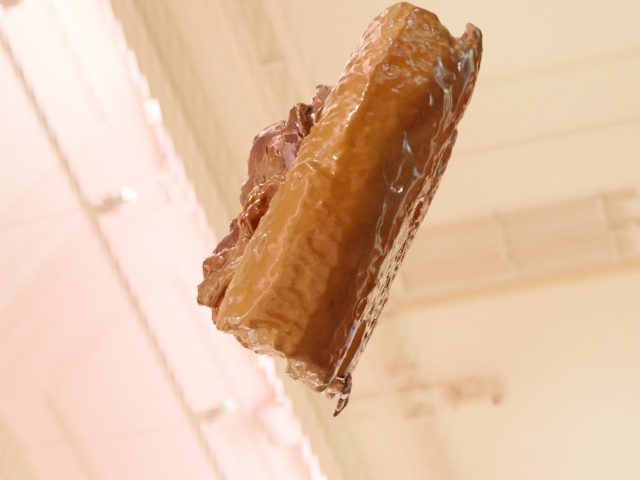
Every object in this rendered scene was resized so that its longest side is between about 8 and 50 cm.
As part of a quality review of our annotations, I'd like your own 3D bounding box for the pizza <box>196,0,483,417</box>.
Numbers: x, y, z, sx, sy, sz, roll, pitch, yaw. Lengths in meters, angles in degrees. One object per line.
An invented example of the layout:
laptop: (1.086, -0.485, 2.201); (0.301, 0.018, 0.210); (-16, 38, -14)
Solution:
pizza: (-0.002, 0.001, 0.693); (0.194, 0.069, 0.154); (109, -176, -66)
